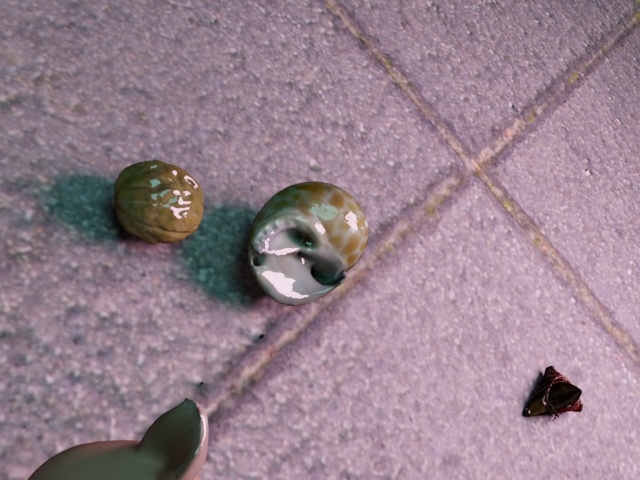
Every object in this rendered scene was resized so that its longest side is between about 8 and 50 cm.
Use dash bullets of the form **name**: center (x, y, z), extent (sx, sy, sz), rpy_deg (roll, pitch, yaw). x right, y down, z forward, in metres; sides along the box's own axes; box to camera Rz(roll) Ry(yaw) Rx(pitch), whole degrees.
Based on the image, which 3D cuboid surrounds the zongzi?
- **zongzi**: center (0.279, 0.195, 0.914), extent (0.067, 0.073, 0.083), rpy_deg (62, 8, 13)

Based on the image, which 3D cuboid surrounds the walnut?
- **walnut**: center (-0.156, -0.037, 0.723), extent (0.092, 0.092, 0.092), rpy_deg (18, 53, -26)

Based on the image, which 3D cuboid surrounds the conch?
- **conch**: center (-0.014, -0.003, 0.792), extent (0.173, 0.106, 0.116), rpy_deg (-43, 103, -28)

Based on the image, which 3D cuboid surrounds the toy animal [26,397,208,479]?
- **toy animal**: center (-0.167, 0.253, 0.466), extent (0.213, 0.195, 0.256), rpy_deg (2, 54, -2)
